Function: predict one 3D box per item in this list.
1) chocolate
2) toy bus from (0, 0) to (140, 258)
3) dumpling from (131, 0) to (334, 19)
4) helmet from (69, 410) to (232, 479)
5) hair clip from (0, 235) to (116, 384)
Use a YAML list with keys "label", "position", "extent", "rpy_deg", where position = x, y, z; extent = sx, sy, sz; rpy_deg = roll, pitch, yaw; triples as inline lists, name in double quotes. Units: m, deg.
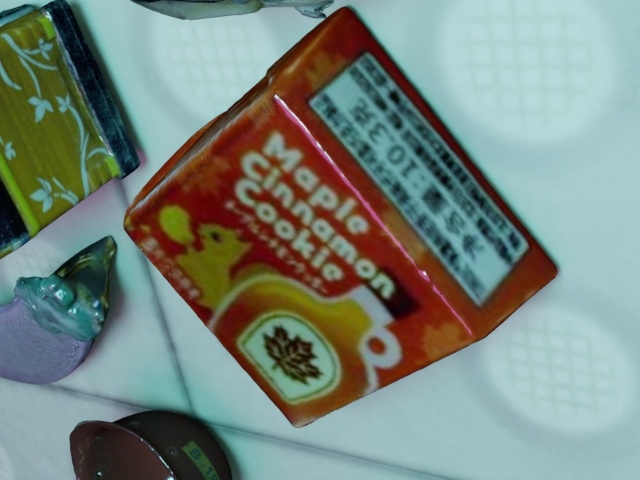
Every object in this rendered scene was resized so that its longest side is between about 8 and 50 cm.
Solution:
- label: "chocolate"
  position: [0.000, 0.000, 0.749]
  extent: [0.235, 0.108, 0.237]
  rpy_deg: [-33, 97, 42]
- label: "toy bus"
  position: [-0.335, -0.075, 0.865]
  extent: [0.324, 0.194, 0.161]
  rpy_deg: [-4, 119, 36]
- label: "dumpling"
  position: [-0.090, -0.232, 0.608]
  extent: [0.293, 0.163, 0.204]
  rpy_deg: [30, 145, 32]
- label: "helmet"
  position: [-0.150, 0.219, 1.004]
  extent: [0.175, 0.106, 0.155]
  rpy_deg: [51, 132, -3]
- label: "hair clip"
  position: [-0.292, 0.087, 1.039]
  extent: [0.359, 0.110, 0.095]
  rpy_deg: [-28, 62, 47]
